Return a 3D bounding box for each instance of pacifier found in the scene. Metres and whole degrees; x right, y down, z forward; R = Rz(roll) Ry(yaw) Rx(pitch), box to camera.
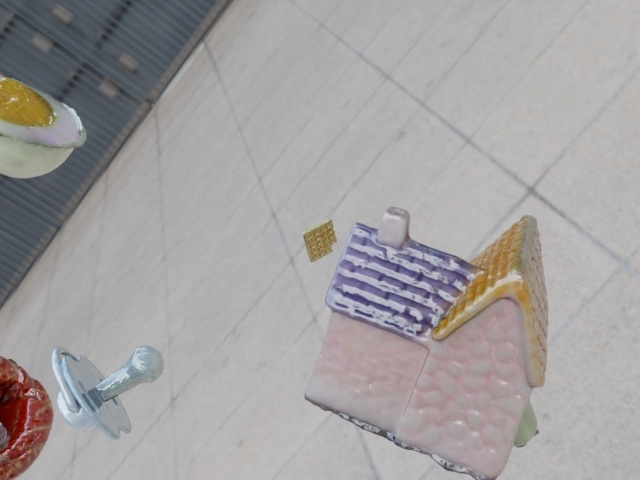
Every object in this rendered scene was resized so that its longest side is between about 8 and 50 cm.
[{"bbox_3d":[-0.437,0.292,1.682,0.226,0.238,0.287,-31,-9,-8],"label":"pacifier"}]

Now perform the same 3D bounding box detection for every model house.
[{"bbox_3d":[0.134,0.080,0.865,0.202,0.237,0.237,-41,-31,-60],"label":"model house"}]

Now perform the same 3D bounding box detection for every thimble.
[{"bbox_3d":[-0.819,0.434,1.838,0.231,0.350,0.350,-38,28,31],"label":"thimble"}]

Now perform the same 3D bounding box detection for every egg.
[{"bbox_3d":[-0.662,-0.220,1.686,0.174,0.264,0.286,-56,-21,20],"label":"egg"}]

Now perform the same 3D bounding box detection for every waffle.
[{"bbox_3d":[0.000,0.000,2.140,0.092,0.135,0.021,-29,55,-9],"label":"waffle"}]

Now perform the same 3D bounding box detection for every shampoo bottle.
[{"bbox_3d":[0.301,0.278,1.273,0.079,0.162,0.079,-16,40,14],"label":"shampoo bottle"}]
